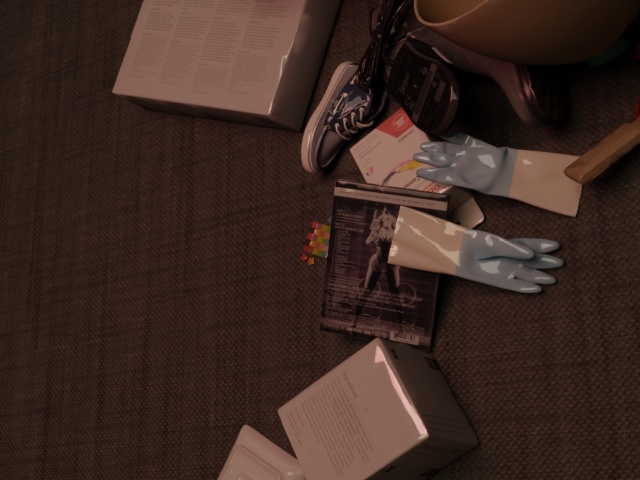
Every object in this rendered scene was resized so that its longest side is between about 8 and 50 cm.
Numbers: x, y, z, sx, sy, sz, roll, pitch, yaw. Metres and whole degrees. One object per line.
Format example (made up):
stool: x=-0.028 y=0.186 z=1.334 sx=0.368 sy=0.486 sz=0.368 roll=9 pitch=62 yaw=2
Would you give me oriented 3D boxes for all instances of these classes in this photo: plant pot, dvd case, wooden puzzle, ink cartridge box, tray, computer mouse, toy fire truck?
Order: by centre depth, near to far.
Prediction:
toy fire truck: x=0.408 y=-0.171 z=1.163 sx=0.159 sy=0.217 sz=0.246 roll=10 pitch=107 yaw=0
plant pot: x=0.279 y=-0.324 z=1.174 sx=0.284 sy=0.191 sz=0.284 roll=-42 pitch=28 yaw=29
computer mouse: x=0.148 y=-0.260 z=1.339 sx=0.262 sy=0.060 sz=0.184 roll=46 pitch=125 yaw=53
dvd case: x=0.088 y=0.033 z=1.359 sx=0.165 sy=0.018 sz=0.221 roll=9 pitch=99 yaw=19
ink cartridge box: x=0.138 y=-0.083 z=1.393 sx=0.115 sy=0.067 sz=0.198 roll=-38 pitch=59 yaw=21
tray: x=-0.129 y=0.426 z=1.446 sx=0.145 sy=0.030 sz=0.270 roll=26 pitch=91 yaw=36
wooden puzzle: x=0.000 y=0.000 z=1.500 sx=0.049 sy=0.006 sz=0.083 roll=19 pitch=87 yaw=36

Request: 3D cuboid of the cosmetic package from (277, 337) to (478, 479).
cosmetic package: x=0.076 y=0.247 z=1.285 sx=0.184 sy=0.151 sz=0.151 roll=-38 pitch=59 yaw=20

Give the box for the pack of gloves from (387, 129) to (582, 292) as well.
pack of gloves: x=0.221 y=-0.041 z=1.279 sx=0.232 sy=0.046 sz=0.195 roll=12 pitch=88 yaw=7

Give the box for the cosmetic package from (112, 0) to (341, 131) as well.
cosmetic package: x=-0.161 y=-0.352 z=1.659 sx=0.377 sy=0.097 sz=0.284 roll=14 pitch=85 yaw=36

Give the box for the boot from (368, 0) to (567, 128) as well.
boot: x=0.204 y=-0.252 z=1.392 sx=0.223 sy=0.118 sz=0.338 roll=-35 pitch=53 yaw=29

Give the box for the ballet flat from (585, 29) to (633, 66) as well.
ballet flat: x=0.333 y=-0.332 z=1.333 sx=0.087 sy=0.083 sz=0.247 roll=-47 pitch=53 yaw=30

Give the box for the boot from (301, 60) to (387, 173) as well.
boot: x=0.040 y=-0.186 z=1.489 sx=0.086 sy=0.069 sz=0.190 roll=17 pitch=84 yaw=39
